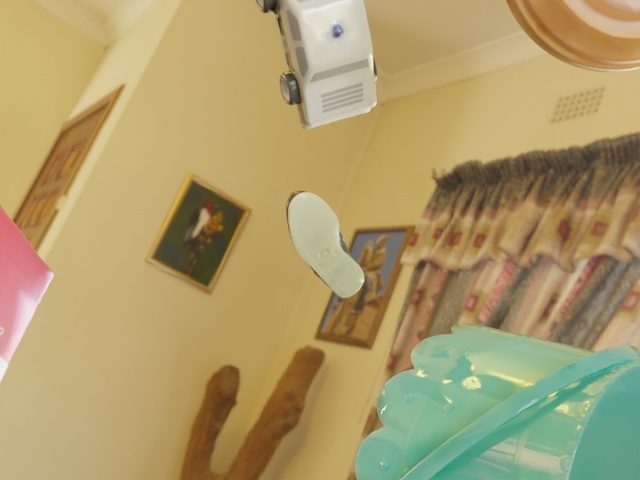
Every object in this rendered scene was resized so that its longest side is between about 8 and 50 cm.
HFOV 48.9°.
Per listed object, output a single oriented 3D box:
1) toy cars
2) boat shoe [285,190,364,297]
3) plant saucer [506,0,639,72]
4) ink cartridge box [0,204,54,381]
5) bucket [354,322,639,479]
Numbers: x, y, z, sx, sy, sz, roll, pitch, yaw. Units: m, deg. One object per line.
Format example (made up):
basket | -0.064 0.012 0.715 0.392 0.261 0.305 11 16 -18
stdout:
toy cars | 0.051 -0.298 0.681 0.176 0.394 0.087 23 5 -24
boat shoe | -0.001 0.001 0.672 0.042 0.049 0.133 45 -10 49
plant saucer | 0.232 -0.229 0.529 0.200 0.200 0.037 26 6 -13
ink cartridge box | -0.388 0.124 0.429 0.279 0.385 0.160 -2 -42 13
bucket | 0.187 0.209 0.601 0.281 0.281 0.183 34 -21 -36
